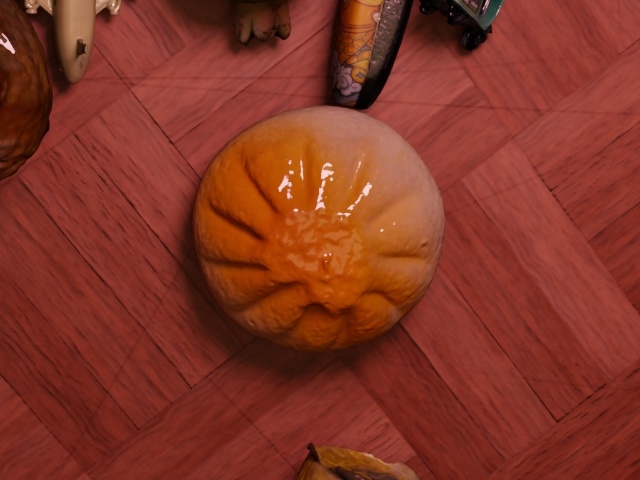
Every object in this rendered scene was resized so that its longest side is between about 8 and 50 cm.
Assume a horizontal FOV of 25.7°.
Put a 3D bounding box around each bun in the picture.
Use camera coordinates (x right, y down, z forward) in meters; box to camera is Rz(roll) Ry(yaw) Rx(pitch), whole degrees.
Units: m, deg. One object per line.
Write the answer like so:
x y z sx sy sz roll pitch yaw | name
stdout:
0.000 0.000 1.616 0.299 0.165 0.299 0 108 -1 | bun

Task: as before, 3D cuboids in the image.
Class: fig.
-0.416 -0.245 1.458 0.286 0.286 0.369 5 104 -9 | fig

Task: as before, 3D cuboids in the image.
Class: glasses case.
0.071 -0.309 1.609 0.082 0.122 0.321 13 98 -5 | glasses case

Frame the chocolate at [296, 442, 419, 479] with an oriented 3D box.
-0.025 0.467 1.718 0.162 0.162 0.445 22 98 -12 | chocolate

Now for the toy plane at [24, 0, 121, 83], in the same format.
-0.276 -0.305 1.576 0.242 0.104 0.256 -3 94 -24 | toy plane

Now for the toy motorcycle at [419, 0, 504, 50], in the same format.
0.170 -0.284 1.621 0.058 0.173 0.100 29 92 29 | toy motorcycle

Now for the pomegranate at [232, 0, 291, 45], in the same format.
-0.066 -0.332 1.567 0.202 0.202 0.248 -9 132 -7 | pomegranate
